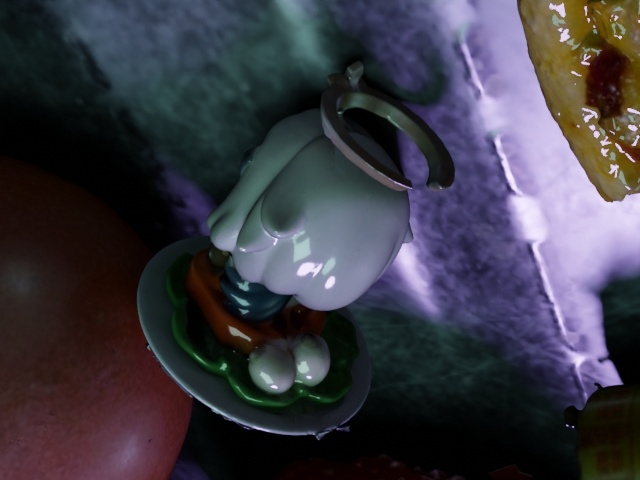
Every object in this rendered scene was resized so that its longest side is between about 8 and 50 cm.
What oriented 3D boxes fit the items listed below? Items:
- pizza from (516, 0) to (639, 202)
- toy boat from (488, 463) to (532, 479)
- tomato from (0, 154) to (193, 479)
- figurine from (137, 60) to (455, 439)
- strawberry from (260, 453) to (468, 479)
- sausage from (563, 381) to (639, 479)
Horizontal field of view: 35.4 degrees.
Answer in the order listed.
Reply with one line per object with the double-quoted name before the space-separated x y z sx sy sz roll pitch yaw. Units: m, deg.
"pizza" 0.169 -0.101 0.299 0.228 0.081 0.290 12 136 11
"toy boat" 0.184 0.184 0.636 0.105 0.034 0.149 -25 108 43
"tomato" -0.198 0.079 0.537 0.255 0.224 0.256 10 115 23
"figurine" 0.000 0.000 0.464 0.132 0.132 0.154 28 124 -7
"strawberry" 0.041 0.251 0.642 0.260 0.258 0.261 -5 120 -9
"sausage" 0.279 0.105 0.438 0.317 0.117 0.125 -14 136 34
